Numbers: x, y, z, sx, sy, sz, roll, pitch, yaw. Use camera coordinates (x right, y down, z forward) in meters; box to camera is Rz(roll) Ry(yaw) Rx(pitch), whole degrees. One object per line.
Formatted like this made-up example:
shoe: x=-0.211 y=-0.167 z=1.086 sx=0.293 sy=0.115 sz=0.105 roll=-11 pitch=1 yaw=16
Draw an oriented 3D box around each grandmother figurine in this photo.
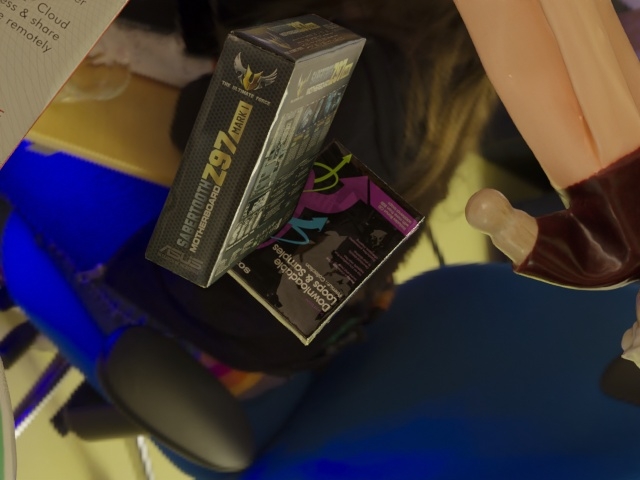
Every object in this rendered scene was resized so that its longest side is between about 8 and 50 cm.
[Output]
grandmother figurine: x=0.183 y=-0.049 z=0.724 sx=0.208 sy=0.104 sz=0.342 roll=-30 pitch=96 yaw=-11

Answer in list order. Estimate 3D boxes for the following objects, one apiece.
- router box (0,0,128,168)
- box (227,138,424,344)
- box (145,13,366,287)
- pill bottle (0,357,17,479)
router box: x=-0.250 y=-0.174 z=0.494 sx=0.335 sy=0.301 sz=0.082 roll=33 pitch=14 yaw=-29
box: x=0.000 y=0.000 z=1.061 sx=0.116 sy=0.029 sz=0.162 roll=41 pitch=77 yaw=9
box: x=-0.045 y=-0.081 z=0.914 sx=0.183 sy=0.059 sz=0.232 roll=-66 pitch=173 yaw=20
pill bottle: x=-0.209 y=0.051 z=0.179 sx=0.361 sy=0.204 sz=0.204 roll=37 pitch=47 yaw=-80
